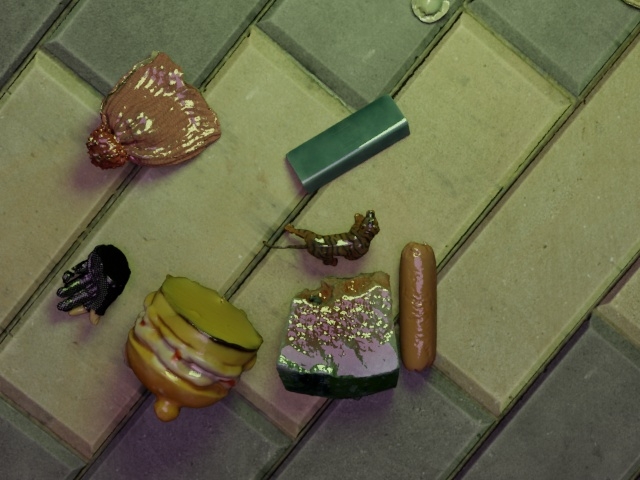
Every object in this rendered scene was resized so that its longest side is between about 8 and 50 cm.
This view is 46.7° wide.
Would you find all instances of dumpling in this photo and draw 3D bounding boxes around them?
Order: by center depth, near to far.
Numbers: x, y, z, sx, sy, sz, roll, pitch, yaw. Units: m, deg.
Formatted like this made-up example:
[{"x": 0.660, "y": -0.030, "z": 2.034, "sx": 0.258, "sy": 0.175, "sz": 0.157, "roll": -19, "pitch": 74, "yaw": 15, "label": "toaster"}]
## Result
[{"x": 0.238, "y": -0.508, "z": 1.625, "sx": 0.077, "sy": 0.043, "sz": 0.059, "roll": -1, "pitch": 111, "yaw": -17, "label": "dumpling"}]

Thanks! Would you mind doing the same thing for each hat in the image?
[{"x": -0.377, "y": -0.248, "z": 1.591, "sx": 0.286, "sy": 0.107, "sz": 0.237, "roll": -42, "pitch": 94, "yaw": -22, "label": "hat"}]

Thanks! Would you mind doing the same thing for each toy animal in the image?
[{"x": 0.003, "y": 0.008, "z": 1.615, "sx": 0.255, "sy": 0.116, "sz": 0.114, "roll": -9, "pitch": 92, "yaw": 0, "label": "toy animal"}]

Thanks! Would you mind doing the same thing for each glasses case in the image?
[{"x": 0.062, "y": -0.213, "z": 1.632, "sx": 0.266, "sy": 0.056, "sz": 0.105, "roll": -31, "pitch": 95, "yaw": 1, "label": "glasses case"}]

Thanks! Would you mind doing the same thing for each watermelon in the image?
[{"x": 0.038, "y": 0.221, "z": 1.612, "sx": 0.264, "sy": 0.151, "sz": 0.302, "roll": -1, "pitch": 94, "yaw": -1, "label": "watermelon"}]

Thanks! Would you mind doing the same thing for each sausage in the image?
[{"x": 0.217, "y": 0.145, "z": 1.644, "sx": 0.086, "sy": 0.086, "sz": 0.289, "roll": -2, "pitch": 93, "yaw": -1, "label": "sausage"}]

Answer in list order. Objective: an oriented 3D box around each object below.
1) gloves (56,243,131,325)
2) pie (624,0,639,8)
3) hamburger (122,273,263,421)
[{"x": -0.497, "y": 0.104, "z": 1.632, "sx": 0.129, "sy": 0.106, "sz": 0.180, "roll": 47, "pitch": 120, "yaw": -2, "label": "gloves"}, {"x": 0.725, "y": -0.600, "z": 1.623, "sx": 0.218, "sy": 0.052, "sz": 0.185, "roll": 38, "pitch": 91, "yaw": -5, "label": "pie"}, {"x": -0.280, "y": 0.233, "z": 1.559, "sx": 0.276, "sy": 0.276, "sz": 0.237, "roll": 32, "pitch": 101, "yaw": -3, "label": "hamburger"}]
